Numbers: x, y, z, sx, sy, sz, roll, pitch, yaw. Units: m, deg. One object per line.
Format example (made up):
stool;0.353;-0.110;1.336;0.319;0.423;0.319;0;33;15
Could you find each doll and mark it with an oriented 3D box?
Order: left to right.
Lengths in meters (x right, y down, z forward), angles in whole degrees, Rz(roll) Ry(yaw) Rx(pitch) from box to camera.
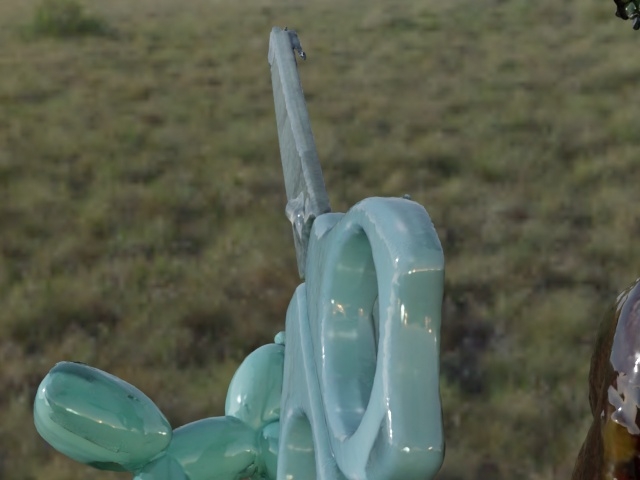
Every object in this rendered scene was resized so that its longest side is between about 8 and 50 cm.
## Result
doll;-0.054;0.109;0.664;0.158;0.159;0.059;12;-24;-10

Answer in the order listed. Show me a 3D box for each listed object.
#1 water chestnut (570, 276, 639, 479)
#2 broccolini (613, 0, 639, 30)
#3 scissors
water chestnut;0.341;0.163;1.059;0.335;0.335;0.347;-5;4;-21
broccolini;0.116;-0.155;0.537;0.068;0.202;0.091;-26;-24;28
scissors;0.002;0.000;0.616;0.029;0.191;0.360;6;35;-10
